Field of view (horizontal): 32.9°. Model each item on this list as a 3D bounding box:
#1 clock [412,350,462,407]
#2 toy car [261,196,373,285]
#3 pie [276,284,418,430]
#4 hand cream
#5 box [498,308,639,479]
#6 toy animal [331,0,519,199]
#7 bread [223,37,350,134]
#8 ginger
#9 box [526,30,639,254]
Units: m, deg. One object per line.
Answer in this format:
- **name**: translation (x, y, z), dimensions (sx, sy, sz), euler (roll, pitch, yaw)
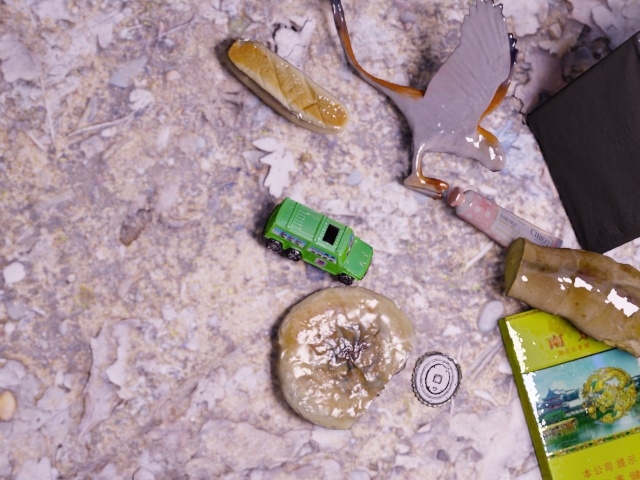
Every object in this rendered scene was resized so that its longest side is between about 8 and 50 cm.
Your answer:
- **clock**: translation (0.173, 0.206, 1.609), dimensions (0.074, 0.010, 0.083), euler (18, 79, -6)
- **toy car**: translation (0.000, 0.000, 1.574), dimensions (0.165, 0.062, 0.071), euler (26, 59, -4)
- **pie**: translation (0.026, 0.161, 1.573), dimensions (0.185, 0.052, 0.218), euler (36, 76, 3)
- **hand cream**: translation (0.278, -0.017, 1.628), dimensions (0.210, 0.043, 0.067), euler (29, 76, -22)
- **box**: translation (0.400, 0.253, 1.622), dimensions (0.187, 0.047, 0.335), euler (-14, 84, -10)
- **toy animal**: translation (0.140, -0.214, 1.609), dimensions (0.284, 0.225, 0.302), euler (6, 93, 11)
- **bread**: translation (-0.053, -0.223, 1.613), dimensions (0.214, 0.053, 0.073), euler (36, 74, 0)
- **ginger**: translation (0.392, 0.077, 1.574), dimensions (0.263, 0.109, 0.116), euler (23, 121, 5)
- **box**: translation (0.490, -0.152, 1.546), dimensions (0.205, 0.345, 0.251), euler (-21, 85, -17)
